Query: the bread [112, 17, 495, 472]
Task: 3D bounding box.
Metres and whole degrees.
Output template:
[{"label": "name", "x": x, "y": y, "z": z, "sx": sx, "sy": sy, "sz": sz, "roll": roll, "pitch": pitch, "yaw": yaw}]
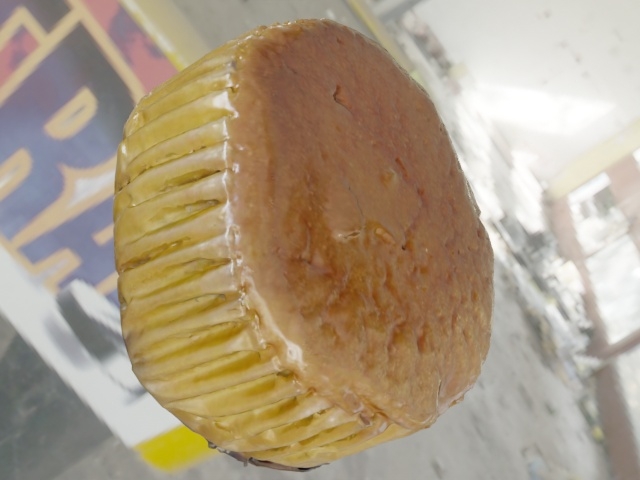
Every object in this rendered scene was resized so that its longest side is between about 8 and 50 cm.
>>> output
[{"label": "bread", "x": -0.001, "y": 0.000, "z": 0.543, "sx": 0.199, "sy": 0.104, "sz": 0.199, "roll": 24, "pitch": 54, "yaw": -39}]
